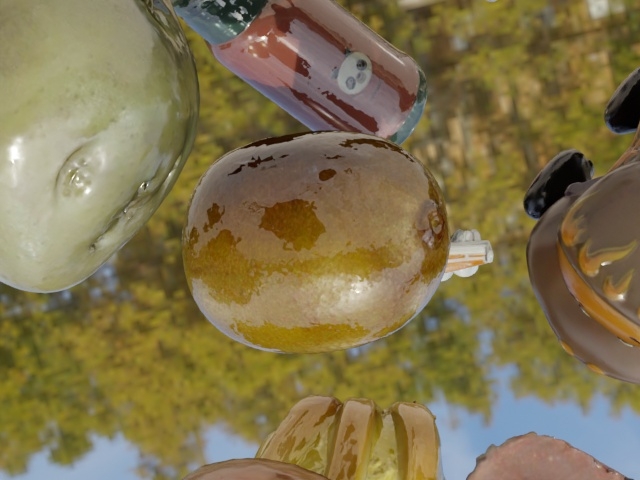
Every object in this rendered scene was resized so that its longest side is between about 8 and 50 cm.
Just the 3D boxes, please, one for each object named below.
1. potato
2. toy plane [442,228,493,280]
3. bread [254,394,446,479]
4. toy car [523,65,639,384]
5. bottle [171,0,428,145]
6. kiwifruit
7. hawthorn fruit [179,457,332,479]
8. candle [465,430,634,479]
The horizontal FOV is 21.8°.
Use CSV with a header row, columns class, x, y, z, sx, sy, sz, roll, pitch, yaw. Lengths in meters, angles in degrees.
class,x,y,z,sx,sy,sz,roll,pitch,yaw
potato,-0.205,-0.126,1.108,0.221,0.243,0.326,-41,-125,9
toy plane,0.053,0.005,1.687,0.245,0.244,0.117,-9,-121,22
bread,0.035,0.342,2.023,0.270,0.315,0.211,10,176,-15
toy car,0.333,-0.026,1.470,0.340,0.271,0.240,-50,170,-2
bottle,-0.030,-0.228,1.895,0.144,0.336,0.144,-28,-136,31
kiwifruit,0.000,0.000,1.414,0.234,0.196,0.196,-10,-166,30
hawthorn fruit,-0.051,0.441,1.563,0.472,0.471,0.472,-14,-166,4
candle,0.302,0.369,1.845,0.287,0.317,0.131,-18,150,20
